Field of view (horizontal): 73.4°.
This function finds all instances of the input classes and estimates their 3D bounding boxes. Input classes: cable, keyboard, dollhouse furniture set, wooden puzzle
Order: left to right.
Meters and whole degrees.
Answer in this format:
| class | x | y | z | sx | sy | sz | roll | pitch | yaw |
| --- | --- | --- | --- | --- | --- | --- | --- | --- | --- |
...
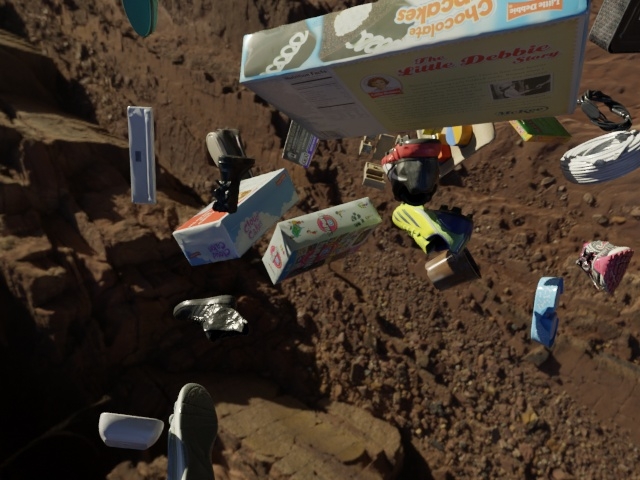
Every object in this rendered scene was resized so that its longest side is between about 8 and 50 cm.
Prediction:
| class | x | y | z | sx | sy | sz | roll | pitch | yaw |
| --- | --- | --- | --- | --- | --- | --- | --- | --- | --- |
| keyboard | -0.481 | -0.226 | 1.156 | 0.072 | 0.014 | 0.256 | 6 | 103 | 14 |
| dollhouse furniture set | 0.294 | -0.400 | 2.109 | 0.212 | 0.161 | 0.242 | 14 | 131 | -4 |
| wooden puzzle | 0.462 | -0.429 | 1.574 | 0.348 | 0.080 | 0.323 | 145 | 122 | -62 |
| cable | 0.946 | -0.279 | 1.431 | 0.089 | 0.257 | 0.257 | 61 | 169 | -13 |
| cable | 0.941 | -0.425 | 1.416 | 0.184 | 0.150 | 0.047 | 48 | 148 | 21 |

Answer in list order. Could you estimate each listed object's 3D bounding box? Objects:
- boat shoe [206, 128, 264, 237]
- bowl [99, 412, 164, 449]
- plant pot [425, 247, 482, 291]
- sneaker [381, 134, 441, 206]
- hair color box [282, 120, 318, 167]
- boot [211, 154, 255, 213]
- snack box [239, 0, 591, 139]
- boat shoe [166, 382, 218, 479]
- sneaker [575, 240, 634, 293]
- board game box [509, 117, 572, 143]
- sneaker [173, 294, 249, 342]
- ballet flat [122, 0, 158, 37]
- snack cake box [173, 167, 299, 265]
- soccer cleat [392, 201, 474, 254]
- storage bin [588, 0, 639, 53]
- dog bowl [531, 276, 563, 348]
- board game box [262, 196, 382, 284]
| class | x | y | z | sx | sy | sz | roll | pitch | yaw |
| --- | --- | --- | --- | --- | --- | --- | --- | --- | --- |
| boat shoe | -0.216 | -0.170 | 1.239 | 0.112 | 0.095 | 0.336 | -22 | 93 | 59 |
| bowl | -0.442 | 0.446 | 0.995 | 0.142 | 0.141 | 0.053 | 125 | 155 | -49 |
| plant pot | 0.508 | 0.110 | 1.662 | 0.165 | 0.167 | 0.167 | -32 | 81 | 23 |
| sneaker | 0.192 | -0.139 | 0.941 | 0.276 | 0.097 | 0.135 | -149 | 57 | -88 |
| hair color box | -0.025 | -0.440 | 1.537 | 0.110 | 0.339 | 0.185 | 22 | 138 | -2 |
| boot | -0.155 | -0.102 | 0.772 | 0.045 | 0.121 | 0.099 | 9 | 103 | 10 |
| snack box | 0.097 | -0.180 | 0.465 | 0.321 | 0.187 | 0.060 | 1 | 83 | 28 |
| boat shoe | -0.317 | 0.506 | 1.027 | 0.103 | 0.118 | 0.321 | -34 | 49 | 23 |
| sneaker | 0.724 | 0.060 | 1.109 | 0.112 | 0.299 | 0.121 | 25 | 103 | 32 |
| board game box | 0.616 | -0.335 | 1.229 | 0.039 | 0.259 | 0.124 | -49 | 58 | 42 |
| sneaker | -0.222 | 0.162 | 0.856 | 0.170 | 0.051 | 0.089 | -13 | 52 | 12 |
| ballet flat | -0.420 | -0.606 | 0.984 | 0.083 | 0.087 | 0.248 | 3 | 127 | 16 |
| snack cake box | -0.179 | -0.058 | 0.965 | 0.152 | 0.264 | 0.089 | -8 | 117 | 34 |
| soccer cleat | 0.261 | -0.028 | 1.083 | 0.289 | 0.093 | 0.121 | 15 | 85 | 65 |
| storage bin | 0.758 | -0.557 | 1.033 | 0.180 | 0.121 | 0.084 | 93 | 169 | -45 |
| dog bowl | 0.911 | 0.283 | 1.727 | 0.074 | 0.165 | 0.298 | 12 | 110 | 37 |
| board game box | 0.000 | 0.000 | 1.262 | 0.098 | 0.303 | 0.224 | 62 | 151 | 19 |
